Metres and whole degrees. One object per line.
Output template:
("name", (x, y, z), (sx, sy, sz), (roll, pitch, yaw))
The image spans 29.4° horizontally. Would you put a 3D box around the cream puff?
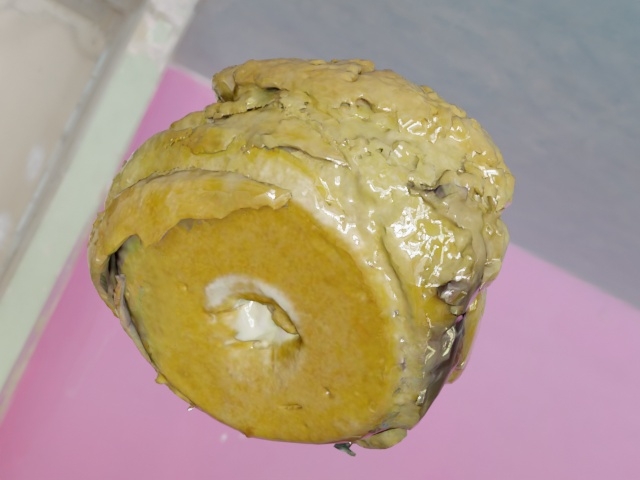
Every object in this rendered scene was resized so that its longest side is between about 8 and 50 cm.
("cream puff", (0.000, 0.000, 0.374), (0.119, 0.104, 0.133), (42, 126, -1))
